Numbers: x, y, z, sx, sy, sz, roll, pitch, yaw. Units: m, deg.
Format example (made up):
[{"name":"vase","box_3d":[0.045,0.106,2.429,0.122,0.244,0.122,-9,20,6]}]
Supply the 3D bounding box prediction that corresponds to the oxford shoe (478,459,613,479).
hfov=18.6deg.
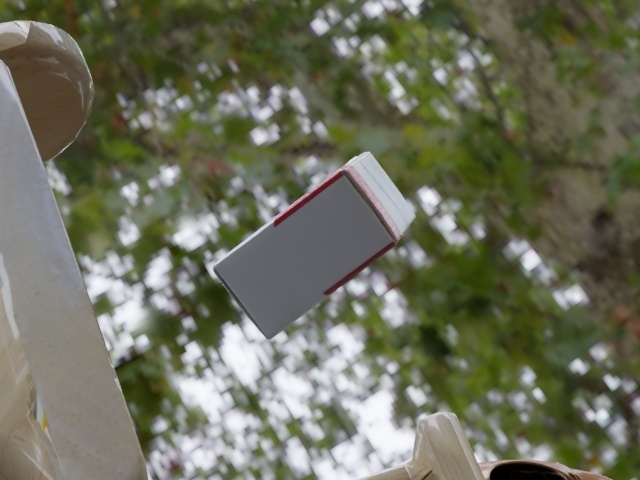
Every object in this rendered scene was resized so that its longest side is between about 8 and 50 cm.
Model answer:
[{"name":"oxford shoe","box_3d":[0.161,0.187,1.364,0.076,0.076,0.212,-29,-23,38]}]

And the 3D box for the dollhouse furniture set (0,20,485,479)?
[{"name":"dollhouse furniture set","box_3d":[-0.034,0.099,0.578,0.256,0.362,0.394,-16,-30,-12]}]

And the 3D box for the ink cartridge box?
[{"name":"ink cartridge box","box_3d":[0.000,0.000,1.522,0.127,0.072,0.175,-37,1,11]}]
